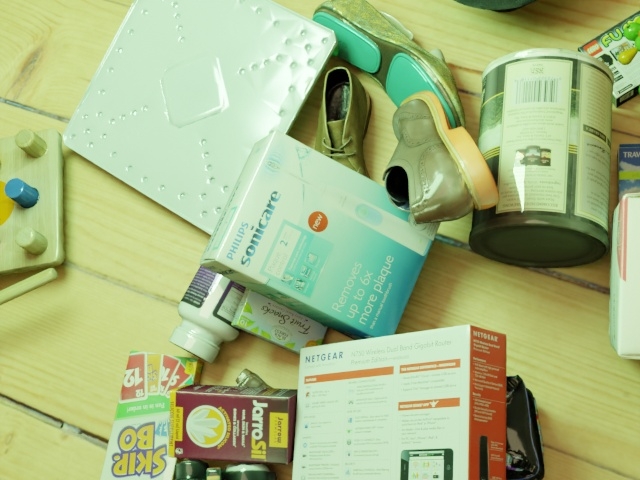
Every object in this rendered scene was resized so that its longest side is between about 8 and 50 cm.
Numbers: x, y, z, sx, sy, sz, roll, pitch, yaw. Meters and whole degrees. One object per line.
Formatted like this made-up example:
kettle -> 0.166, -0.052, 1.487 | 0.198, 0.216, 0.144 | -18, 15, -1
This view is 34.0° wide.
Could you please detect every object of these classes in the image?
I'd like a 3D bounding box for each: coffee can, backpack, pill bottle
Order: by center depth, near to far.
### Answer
backpack -> 0.223, 0.283, 1.496 | 0.173, 0.117, 0.158 | -13, 68, 16
coffee can -> 0.332, -0.118, 1.563 | 0.202, 0.201, 0.275 | 2, 71, 16
pill bottle -> -0.161, 0.094, 1.676 | 0.108, 0.108, 0.193 | 24, 79, 22

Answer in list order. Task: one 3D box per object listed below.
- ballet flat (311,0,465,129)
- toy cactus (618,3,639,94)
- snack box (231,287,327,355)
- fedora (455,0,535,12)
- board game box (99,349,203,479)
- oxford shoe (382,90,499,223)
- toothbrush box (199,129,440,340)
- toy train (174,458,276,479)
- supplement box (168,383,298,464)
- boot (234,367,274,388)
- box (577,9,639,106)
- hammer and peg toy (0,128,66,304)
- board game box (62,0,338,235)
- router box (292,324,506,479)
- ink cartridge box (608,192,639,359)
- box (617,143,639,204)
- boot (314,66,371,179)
ballet flat -> 0.135, -0.299, 1.739 | 0.348, 0.123, 0.123 | 42, 86, 22
toy cactus -> 0.556, -0.313, 1.593 | 0.181, 0.112, 0.219 | 15, 68, 9
snack box -> -0.056, 0.114, 1.635 | 0.141, 0.037, 0.100 | 25, 78, -18
fedora -> 0.318, -0.501, 1.728 | 0.334, 0.152, 0.333 | -5, 70, 14
board game box -> -0.273, 0.310, 1.673 | 0.124, 0.039, 0.259 | 5, 75, 18
oxford shoe -> 0.142, -0.125, 1.538 | 0.133, 0.130, 0.363 | -26, 21, 1
toothbrush box -> 0.000, 0.000, 1.577 | 0.296, 0.126, 0.216 | 28, 78, -14
toy train -> -0.141, 0.483, 1.526 | 0.190, 0.142, 0.333 | -4, 68, 1
supplement box -> -0.129, 0.277, 1.586 | 0.188, 0.081, 0.104 | 1, 90, 11
boot -> -0.099, 0.270, 1.638 | 0.114, 0.037, 0.106 | 31, 84, 18
box -> 0.529, -0.313, 1.667 | 0.207, 0.036, 0.114 | -31, 66, 3
hammer and peg toy -> -0.559, -0.009, 1.814 | 0.266, 0.127, 0.361 | -10, 70, 10
board game box -> -0.209, -0.252, 1.803 | 0.390, 0.050, 0.389 | 30, 93, 23
router box -> 0.102, 0.286, 1.453 | 0.335, 0.082, 0.301 | -13, 67, 46
ink cartridge box -> 0.452, 0.050, 1.405 | 0.117, 0.283, 0.207 | 1, 88, 13
box -> 0.506, -0.073, 1.586 | 0.109, 0.042, 0.178 | 0, 72, 15
boot -> 0.025, -0.136, 1.704 | 0.112, 0.115, 0.305 | -1, 73, 12
